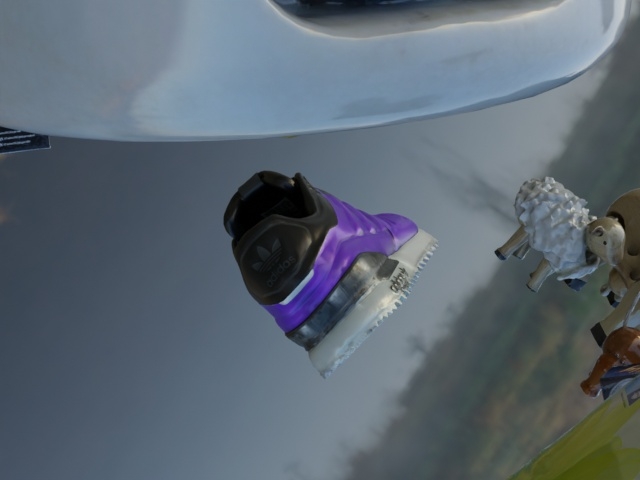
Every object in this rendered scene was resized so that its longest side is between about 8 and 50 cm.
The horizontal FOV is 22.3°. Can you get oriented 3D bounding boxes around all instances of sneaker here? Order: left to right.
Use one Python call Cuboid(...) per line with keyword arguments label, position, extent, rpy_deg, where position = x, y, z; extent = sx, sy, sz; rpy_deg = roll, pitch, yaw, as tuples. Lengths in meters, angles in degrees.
Cuboid(label="sneaker", position=(0.001, -0.001, 1.250), extent=(0.102, 0.146, 0.293), rpy_deg=(-48, -179, 11))

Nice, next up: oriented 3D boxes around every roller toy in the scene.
Cuboid(label="roller toy", position=(-0.017, -0.100, 0.433), extent=(0.191, 0.209, 0.146), rpy_deg=(-40, 128, -67))

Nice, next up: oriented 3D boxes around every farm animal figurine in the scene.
Cuboid(label="farm animal figurine", position=(0.373, 0.064, 1.586), extent=(0.330, 0.327, 0.172), rpy_deg=(13, 126, -46))

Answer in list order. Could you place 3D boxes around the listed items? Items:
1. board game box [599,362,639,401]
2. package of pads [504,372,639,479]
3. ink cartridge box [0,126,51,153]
Cuboid(label="board game box", position=(0.324, 0.210, 1.266), extent=(0.042, 0.165, 0.243), rpy_deg=(-24, 103, -62))
Cuboid(label="package of pads", position=(0.208, 0.169, 0.961), extent=(0.229, 0.101, 0.296), rpy_deg=(-41, -173, 11))
Cuboid(label="ink cartridge box", position=(-0.381, -0.130, 1.635), extent=(0.207, 0.046, 0.097), rpy_deg=(-10, 104, -24))
